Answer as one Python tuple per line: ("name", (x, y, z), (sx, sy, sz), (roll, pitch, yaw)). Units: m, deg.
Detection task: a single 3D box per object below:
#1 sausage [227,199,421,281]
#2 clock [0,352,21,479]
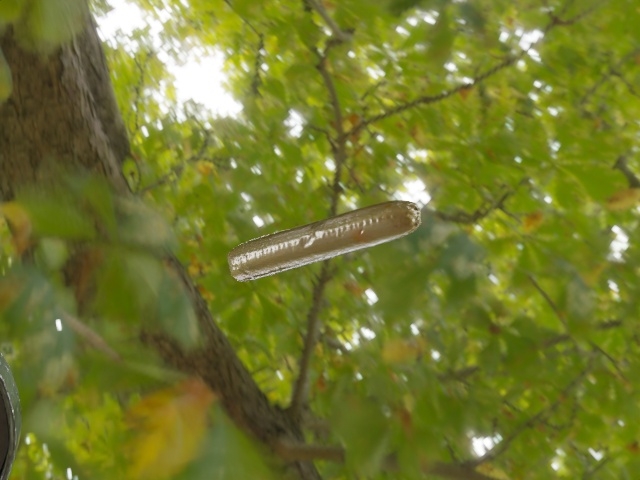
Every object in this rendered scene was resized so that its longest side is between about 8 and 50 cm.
("sausage", (0.000, 0.000, 0.715), (0.132, 0.024, 0.024), (-17, -59, 37))
("clock", (-0.446, 0.185, 1.296), (0.281, 0.055, 0.280), (0, -75, -1))
